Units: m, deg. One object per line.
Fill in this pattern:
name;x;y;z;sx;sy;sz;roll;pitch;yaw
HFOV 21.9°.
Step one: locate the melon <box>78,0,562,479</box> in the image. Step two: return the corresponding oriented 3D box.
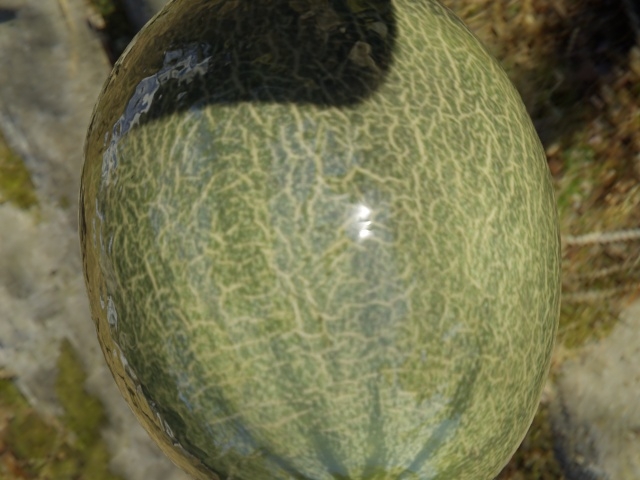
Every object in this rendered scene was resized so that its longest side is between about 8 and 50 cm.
melon;0.000;0.000;0.819;0.237;0.237;0.301;-36;48;30
